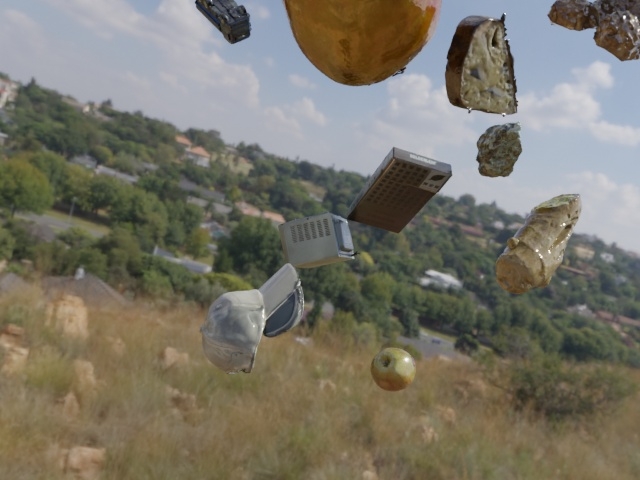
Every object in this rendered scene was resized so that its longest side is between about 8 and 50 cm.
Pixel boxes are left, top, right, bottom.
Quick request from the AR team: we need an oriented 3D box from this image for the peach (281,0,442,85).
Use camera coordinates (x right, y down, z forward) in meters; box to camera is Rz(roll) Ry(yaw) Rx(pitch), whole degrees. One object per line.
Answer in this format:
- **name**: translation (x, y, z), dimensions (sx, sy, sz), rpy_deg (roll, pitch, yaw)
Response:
- **peach**: translation (0.088, -0.506, 1.399), dimensions (0.372, 0.290, 0.373), rpy_deg (30, -23, 14)

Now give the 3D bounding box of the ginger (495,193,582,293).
- **ginger**: translation (0.573, 0.000, 1.697), dimensions (0.190, 0.354, 0.126), rpy_deg (45, -20, -24)

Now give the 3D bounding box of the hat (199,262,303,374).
- **hat**: translation (-0.148, 0.159, 1.432), dimensions (0.161, 0.275, 0.232), rpy_deg (43, -16, -12)

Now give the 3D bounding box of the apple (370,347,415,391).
- **apple**: translation (0.130, 0.231, 1.181), dimensions (0.084, 0.084, 0.071), rpy_deg (22, -25, 44)

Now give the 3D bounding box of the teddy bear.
- **teddy bear**: translation (0.581, -0.442, 1.130), dimensions (0.296, 0.223, 0.246), rpy_deg (-10, 43, -31)

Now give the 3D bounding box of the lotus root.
- **lotus root**: translation (0.355, -0.368, 1.453), dimensions (0.170, 0.261, 0.074), rpy_deg (-32, 39, -17)

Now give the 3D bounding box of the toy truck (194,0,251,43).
- **toy truck**: translation (-0.249, -0.566, 1.622), dimensions (0.074, 0.088, 0.202), rpy_deg (-30, 60, -20)

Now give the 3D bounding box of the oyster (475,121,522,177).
- **oyster**: translation (0.477, -0.243, 1.755), dimensions (0.124, 0.177, 0.064), rpy_deg (11, 38, 19)

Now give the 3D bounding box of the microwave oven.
- **microwave oven**: translation (0.000, 0.000, 1.984), dimensions (0.193, 0.145, 0.240), rpy_deg (-16, -7, 12)

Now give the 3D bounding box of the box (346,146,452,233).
- **box**: translation (0.218, -0.135, 1.884), dimensions (0.180, 0.047, 0.325), rpy_deg (15, -33, -15)
